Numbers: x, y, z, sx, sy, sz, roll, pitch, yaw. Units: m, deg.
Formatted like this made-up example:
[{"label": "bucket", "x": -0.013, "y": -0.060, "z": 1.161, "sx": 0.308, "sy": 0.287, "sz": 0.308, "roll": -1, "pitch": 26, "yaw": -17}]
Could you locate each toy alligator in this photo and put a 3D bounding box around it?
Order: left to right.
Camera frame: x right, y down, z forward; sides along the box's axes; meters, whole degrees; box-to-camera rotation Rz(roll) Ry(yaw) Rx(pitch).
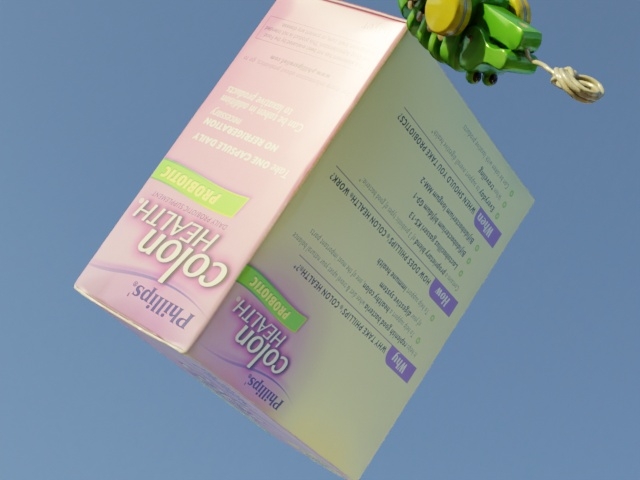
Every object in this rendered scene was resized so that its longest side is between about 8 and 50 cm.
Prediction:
[{"label": "toy alligator", "x": 0.086, "y": -0.112, "z": 0.729, "sx": 0.189, "sy": 0.056, "sz": 0.051, "roll": 55, "pitch": -49, "yaw": 41}]

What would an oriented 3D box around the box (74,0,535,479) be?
[{"label": "box", "x": 0.000, "y": 0.000, "z": 0.874, "sx": 0.117, "sy": 0.243, "sz": 0.213, "roll": 24, "pitch": -14, "yaw": 40}]
